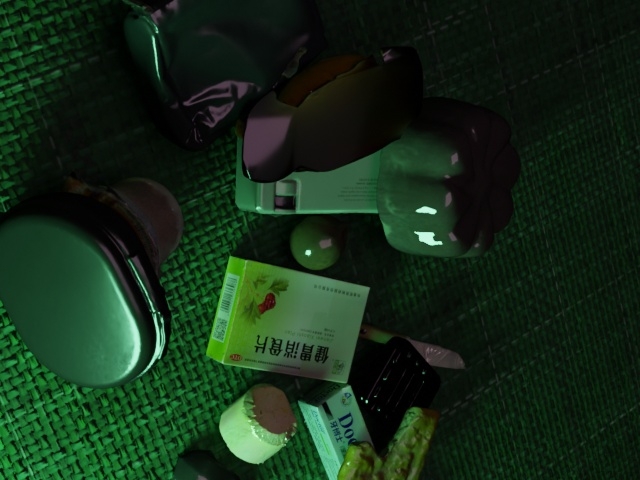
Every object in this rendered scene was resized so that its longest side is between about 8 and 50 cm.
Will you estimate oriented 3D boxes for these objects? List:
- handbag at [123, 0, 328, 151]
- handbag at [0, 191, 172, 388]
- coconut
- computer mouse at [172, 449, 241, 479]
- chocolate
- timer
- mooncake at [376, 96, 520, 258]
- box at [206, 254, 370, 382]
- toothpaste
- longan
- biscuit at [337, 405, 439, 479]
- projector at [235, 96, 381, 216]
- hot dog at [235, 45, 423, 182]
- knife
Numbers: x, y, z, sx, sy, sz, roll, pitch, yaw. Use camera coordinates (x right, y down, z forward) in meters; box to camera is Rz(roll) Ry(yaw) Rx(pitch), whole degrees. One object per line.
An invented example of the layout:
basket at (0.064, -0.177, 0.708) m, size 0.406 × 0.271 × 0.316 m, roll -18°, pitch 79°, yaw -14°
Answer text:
handbag at (-0.164, -0.325, 1.668) m, size 0.302 × 0.178 × 0.275 m, roll -40°, pitch 131°, yaw -20°
handbag at (-0.337, 0.072, 1.579) m, size 0.308 × 0.253 × 0.093 m, roll 68°, pitch 29°, yaw -20°
coconut at (-0.105, 0.307, 1.833) m, size 0.116 × 0.122 × 0.116 m, roll 20°, pitch 49°, yaw -25°
computer mouse at (-0.177, 0.415, 1.834) m, size 0.099 × 0.057 × 0.172 m, roll -51°, pitch 121°, yaw -25°
chocolate at (-0.287, -0.026, 1.653) m, size 0.147 × 0.221 × 0.221 m, roll -50°, pitch 123°, yaw -48°
timer at (0.140, 0.268, 2.003) m, size 0.144 × 0.055 × 0.187 m, roll -58°, pitch 138°, yaw -16°
mooncake at (0.226, -0.103, 1.910) m, size 0.306 × 0.154 × 0.306 m, roll -20°, pitch 115°, yaw -52°
box at (-0.051, 0.135, 1.873) m, size 0.260 × 0.062 × 0.175 m, roll 14°, pitch 90°, yaw -34°
toothpaste at (0.059, 0.411, 1.982) m, size 0.081 × 0.067 × 0.337 m, roll -32°, pitch 113°, yaw -29°
longan at (0.000, 0.000, 1.860) m, size 0.113 × 0.113 × 0.092 m, roll -26°, pitch 86°, yaw -27°
biscuit at (0.119, 0.369, 1.947) m, size 0.183 × 0.039 × 0.174 m, roll 15°, pitch 94°, yaw -37°
projector at (-0.015, -0.138, 1.837) m, size 0.256 × 0.099 × 0.192 m, roll -2°, pitch 97°, yaw -33°
hot dog at (-0.003, -0.207, 1.712) m, size 0.326 × 0.107 × 0.194 m, roll -11°, pitch 105°, yaw -29°
knife at (0.167, 0.201, 2.050) m, size 0.297 × 0.017 × 0.047 m, roll 18°, pitch 89°, yaw -37°
